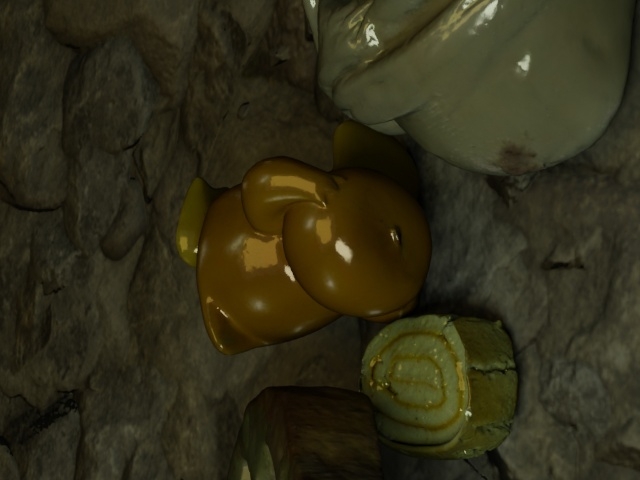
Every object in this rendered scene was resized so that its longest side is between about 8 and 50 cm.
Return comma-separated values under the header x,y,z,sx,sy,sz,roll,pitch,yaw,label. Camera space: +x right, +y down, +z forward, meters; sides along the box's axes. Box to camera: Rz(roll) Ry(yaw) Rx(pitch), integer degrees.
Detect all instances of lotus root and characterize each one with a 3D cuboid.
x,y,z,sx,sy,sz,roll,pitch,yaw,label
-0.010,0.296,1.512,0.375,0.111,0.390,118,155,-60,lotus root

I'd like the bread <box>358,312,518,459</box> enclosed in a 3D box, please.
x,y,z,sx,sy,sz,roll,pitch,yaw,label
0.094,0.119,1.576,0.156,0.064,0.117,-2,78,52,bread

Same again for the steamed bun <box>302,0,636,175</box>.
x,y,z,sx,sy,sz,roll,pitch,yaw,label
0.086,-0.227,1.516,0.310,0.219,0.324,20,99,52,steamed bun

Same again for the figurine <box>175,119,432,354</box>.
x,y,z,sx,sy,sz,roll,pitch,yaw,label
-0.007,0.007,1.619,0.228,0.215,0.215,-34,58,29,figurine
